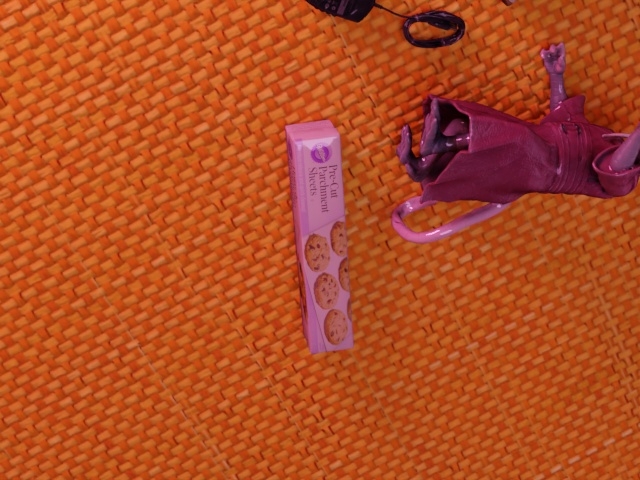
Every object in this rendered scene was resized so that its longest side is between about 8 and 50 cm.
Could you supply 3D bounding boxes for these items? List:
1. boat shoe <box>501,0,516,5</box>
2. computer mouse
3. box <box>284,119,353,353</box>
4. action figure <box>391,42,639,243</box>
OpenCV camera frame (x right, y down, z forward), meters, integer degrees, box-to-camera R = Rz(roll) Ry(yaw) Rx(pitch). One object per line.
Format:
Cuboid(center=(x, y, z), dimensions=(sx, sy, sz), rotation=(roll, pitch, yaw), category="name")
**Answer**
Cuboid(center=(0.231, -0.371, 1.530), dimensions=(0.049, 0.056, 0.152), rotation=(-25, 127, -5), category="boat shoe")
Cuboid(center=(0.076, -0.299, 1.543), dimensions=(0.242, 0.041, 0.071), rotation=(17, 109, -25), category="computer mouse")
Cuboid(center=(0.000, 0.000, 1.648), dimensions=(0.067, 0.063, 0.324), rotation=(-8, 116, -9), category="box")
Cuboid(center=(0.298, -0.095, 1.563), dimensions=(0.370, 0.248, 0.275), rotation=(5, 115, -11), category="action figure")
